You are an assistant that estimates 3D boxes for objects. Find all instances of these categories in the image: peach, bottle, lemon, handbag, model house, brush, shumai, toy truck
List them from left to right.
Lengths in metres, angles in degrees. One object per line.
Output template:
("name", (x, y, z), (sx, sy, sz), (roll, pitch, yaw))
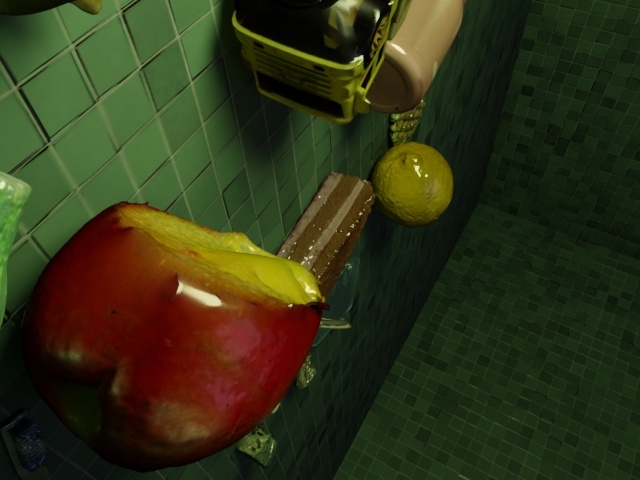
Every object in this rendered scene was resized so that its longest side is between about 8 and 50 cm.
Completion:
("brush", (-0.325, 0.259, 0.645), (0.033, 0.030, 0.179), (-58, 161, -51))
("peach", (-0.125, 0.073, 0.604), (0.338, 0.281, 0.281), (-39, 147, -45))
("model house", (-0.136, 0.460, 1.278), (0.079, 0.083, 0.066), (-54, 155, -30))
("shumai", (-0.054, 0.308, 1.380), (0.080, 0.082, 0.083), (53, 38, -25))
("handbag", (0.015, 0.133, 1.350), (0.229, 0.062, 0.179), (-37, 142, -54))
("toy truck", (0.050, -0.349, 0.738), (0.254, 0.180, 0.405), (82, 33, -68))
("lemon", (0.222, -0.134, 1.382), (0.204, 0.204, 0.260), (-62, 158, -14))
("bottle", (0.168, -0.376, 0.966), (0.297, 0.206, 0.173), (-59, 136, -22))

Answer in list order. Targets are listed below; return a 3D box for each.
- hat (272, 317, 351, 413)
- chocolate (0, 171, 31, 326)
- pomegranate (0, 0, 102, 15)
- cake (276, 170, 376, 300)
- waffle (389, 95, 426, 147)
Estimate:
("hat", (-0.078, 0.175, 0.973), (0.232, 0.161, 0.275), (-47, 156, 17))
("chocolate", (-0.299, 0.082, 0.421), (0.291, 0.110, 0.110), (-69, 161, -3))
("pomegranate", (-0.158, -0.214, 0.315), (0.198, 0.198, 0.246), (-64, 163, -8))
("cake", (0.000, 0.000, 1.072), (0.295, 0.115, 0.113), (-63, 161, -10))
("waffle", (0.221, -0.320, 1.414), (0.184, 0.036, 0.169), (-61, 158, -19))
